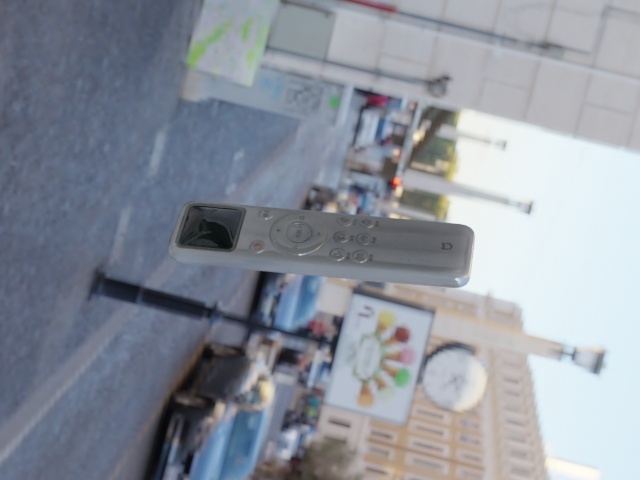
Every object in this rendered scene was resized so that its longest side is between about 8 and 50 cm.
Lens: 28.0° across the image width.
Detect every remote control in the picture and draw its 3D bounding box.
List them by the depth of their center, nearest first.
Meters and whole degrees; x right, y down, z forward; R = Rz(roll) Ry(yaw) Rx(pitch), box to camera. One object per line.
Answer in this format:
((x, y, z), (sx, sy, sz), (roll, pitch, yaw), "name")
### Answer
((0.000, 0.000, 1.097), (0.029, 0.261, 0.067), (86, 13, -47), "remote control")
